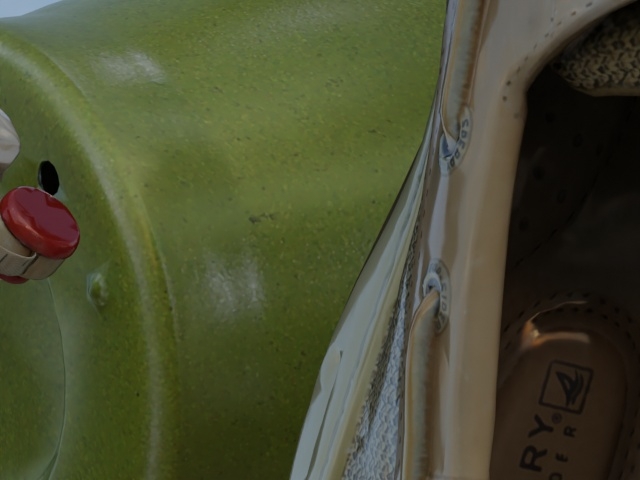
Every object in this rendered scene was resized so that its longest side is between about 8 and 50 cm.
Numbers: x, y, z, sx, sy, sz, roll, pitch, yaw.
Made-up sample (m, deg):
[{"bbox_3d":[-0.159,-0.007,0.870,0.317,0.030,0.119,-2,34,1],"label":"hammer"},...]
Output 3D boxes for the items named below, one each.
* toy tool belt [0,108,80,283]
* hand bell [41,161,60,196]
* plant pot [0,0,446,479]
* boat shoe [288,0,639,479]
[{"bbox_3d":[-0.094,-0.012,0.425,0.051,0.083,0.052,-48,-16,25],"label":"toy tool belt"},{"bbox_3d":[0.000,0.000,0.798,0.242,0.126,0.126,-13,-14,-34],"label":"hand bell"},{"bbox_3d":[-0.006,0.022,0.794,0.353,0.367,0.366,-7,-15,-43],"label":"plant pot"},{"bbox_3d":[0.083,-0.047,0.370,0.121,0.341,0.110,11,7,-14],"label":"boat shoe"}]
